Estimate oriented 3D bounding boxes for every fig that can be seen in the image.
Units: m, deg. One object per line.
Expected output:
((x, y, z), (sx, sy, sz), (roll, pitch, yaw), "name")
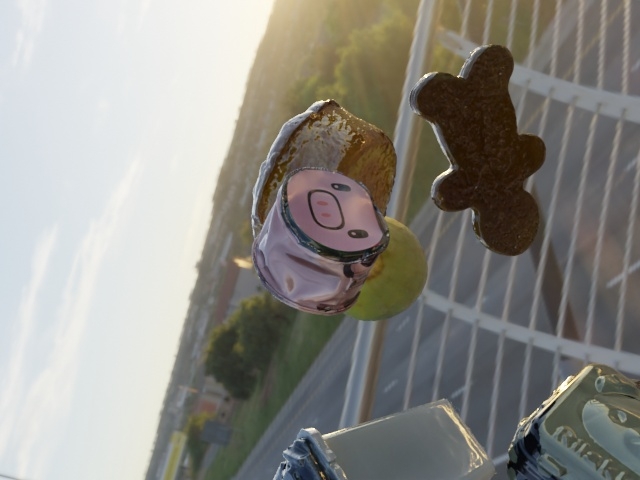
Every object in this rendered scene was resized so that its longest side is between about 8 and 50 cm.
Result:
((0.113, 0.056, 1.860), (0.326, 0.257, 0.258), (32, -107, -74), "fig")

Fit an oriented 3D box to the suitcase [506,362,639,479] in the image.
((0.532, 0.366, 1.355), (0.339, 0.351, 0.194), (-30, -35, -37), "suitcase")

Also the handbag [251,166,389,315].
((0.000, -0.001, 1.174), (0.205, 0.179, 0.116), (-109, 32, -44), "handbag")

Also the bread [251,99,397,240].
((0.009, -0.092, 1.404), (0.312, 0.172, 0.312), (-48, -29, -37), "bread")

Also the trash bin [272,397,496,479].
((0.125, 0.467, 1.454), (0.296, 0.367, 0.256), (53, 142, 32), "trash bin")

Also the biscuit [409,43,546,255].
((0.336, -0.166, 1.672), (0.432, 0.282, 0.064), (66, 164, -15), "biscuit")
